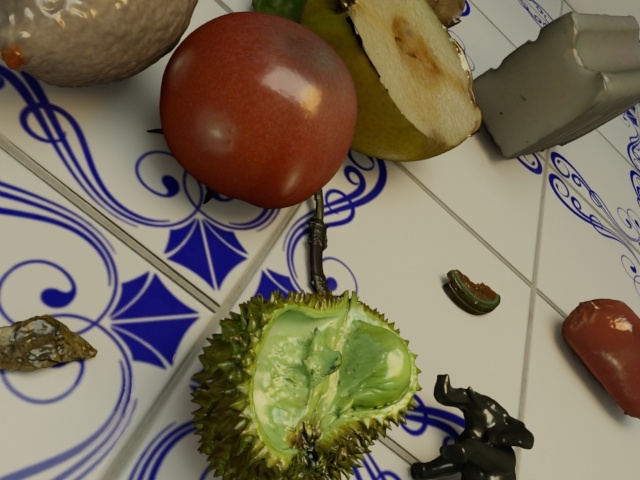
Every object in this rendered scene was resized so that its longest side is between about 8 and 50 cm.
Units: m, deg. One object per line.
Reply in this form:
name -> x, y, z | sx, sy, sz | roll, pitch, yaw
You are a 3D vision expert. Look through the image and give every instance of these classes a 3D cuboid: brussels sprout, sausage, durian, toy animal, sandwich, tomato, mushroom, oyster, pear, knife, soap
brussels sprout -> -0.043, -0.433, 0.961 | 0.149, 0.122, 0.151 | -12, 69, -40
sausage -> 0.568, 0.215, 1.006 | 0.254, 0.148, 0.148 | 48, 43, -4
durian -> -0.024, 0.151, 0.542 | 0.237, 0.176, 0.200 | -11, 59, -48
toy animal -> 0.193, 0.296, 0.680 | 0.146, 0.114, 0.245 | 5, 81, -30
sandwich -> 0.271, 0.095, 0.923 | 0.135, 0.029, 0.067 | 17, 53, -31
tomato -> -0.076, -0.166, 0.689 | 0.256, 0.224, 0.255 | 19, 44, -20
mushroom -> 0.252, -0.617, 1.288 | 0.255, 0.184, 0.255 | 26, 34, -20
oyster -> -0.258, 0.093, 0.495 | 0.093, 0.034, 0.051 | -5, 73, -46
pear -> 0.097, -0.283, 0.914 | 0.386, 0.191, 0.340 | 20, 59, -44
knife -> -0.005, 0.000, 0.770 | 0.046, 0.021, 0.222 | 10, 60, -33
toy animal -> -0.257, -0.283, 0.616 | 0.188, 0.226, 0.358 | 46, 43, -21
soap -> 0.577, -0.359, 1.275 | 0.435, 0.350, 0.213 | -18, 82, -43
